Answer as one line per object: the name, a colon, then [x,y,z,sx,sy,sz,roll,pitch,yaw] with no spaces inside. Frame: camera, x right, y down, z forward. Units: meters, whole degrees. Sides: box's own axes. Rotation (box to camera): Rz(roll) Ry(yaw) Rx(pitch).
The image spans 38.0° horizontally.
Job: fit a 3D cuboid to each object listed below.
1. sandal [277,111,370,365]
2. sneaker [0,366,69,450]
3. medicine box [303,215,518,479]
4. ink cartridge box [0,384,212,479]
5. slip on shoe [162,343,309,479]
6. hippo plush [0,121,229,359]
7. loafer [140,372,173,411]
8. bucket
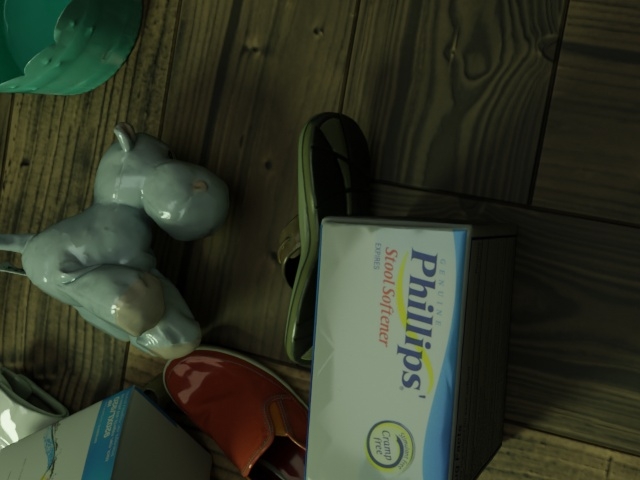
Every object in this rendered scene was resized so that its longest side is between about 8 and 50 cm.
sandal: [0.001,-0.001,1.122,0.086,0.120,0.303,5,91,49]
sneaker: [-0.490,0.246,1.314,0.292,0.108,0.169,19,96,10]
medicine box: [0.106,0.108,0.973,0.149,0.289,0.264,5,93,21]
ink cartridge box: [-0.283,0.329,1.162,0.232,0.168,0.171,-27,123,20]
slip on shoe: [-0.070,0.243,1.147,0.331,0.101,0.123,38,105,18]
hippo plush: [-0.235,-0.005,1.180,0.294,0.234,0.237,24,74,19]
loafer: [-0.248,0.237,1.241,0.056,0.050,0.148,39,104,16]
bucket: [-0.383,-0.320,1.213,0.281,0.183,0.281,0,90,21]
